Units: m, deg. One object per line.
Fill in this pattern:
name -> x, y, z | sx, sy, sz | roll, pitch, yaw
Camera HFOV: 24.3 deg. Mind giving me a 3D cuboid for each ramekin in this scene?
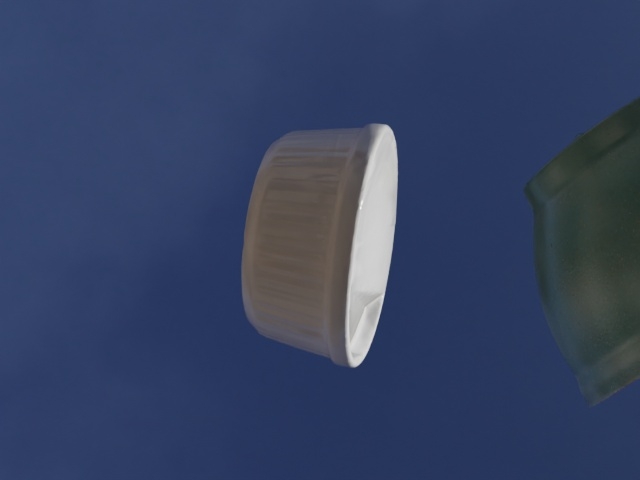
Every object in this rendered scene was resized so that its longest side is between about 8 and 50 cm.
ramekin -> 0.000, 0.000, 1.655 | 0.127, 0.273, 0.273 | 7, -92, 11

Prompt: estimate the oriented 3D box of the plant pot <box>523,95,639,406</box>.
plant pot -> 0.301, -0.017, 1.296 | 0.293, 0.293, 0.196 | -38, -101, 29
